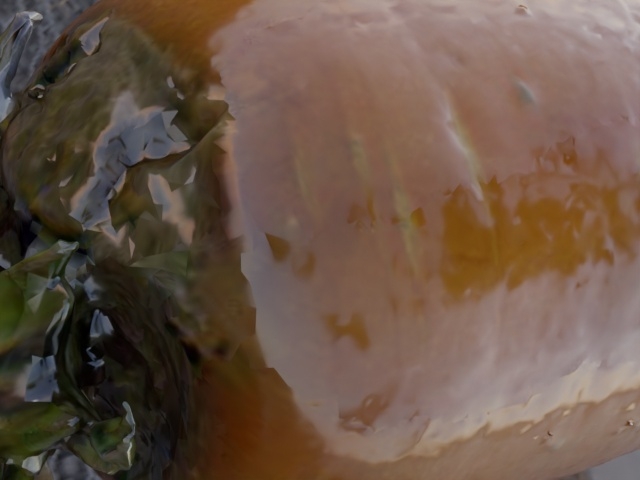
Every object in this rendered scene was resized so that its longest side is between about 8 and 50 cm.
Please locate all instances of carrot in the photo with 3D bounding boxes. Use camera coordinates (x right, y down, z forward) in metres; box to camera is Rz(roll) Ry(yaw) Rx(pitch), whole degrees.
[{"bbox_3d":[0.000,0.000,0.426,0.331,0.214,0.193,-12,98,-37],"label":"carrot"}]
